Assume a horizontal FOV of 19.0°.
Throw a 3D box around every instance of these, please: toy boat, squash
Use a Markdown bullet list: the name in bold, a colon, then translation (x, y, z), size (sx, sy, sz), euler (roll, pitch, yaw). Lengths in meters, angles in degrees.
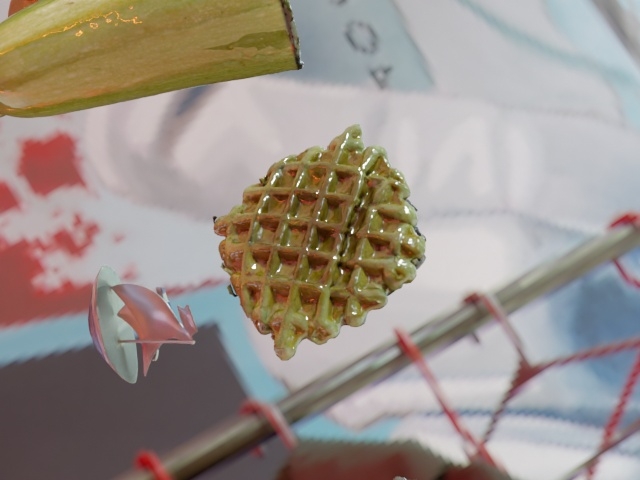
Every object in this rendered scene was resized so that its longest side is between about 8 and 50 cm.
- **toy boat**: translation (-0.167, 0.066, 1.690), size (0.034, 0.105, 0.149), euler (-21, -9, -35)
- **squash**: translation (-0.122, -0.109, 1.087), size (0.224, 0.094, 0.094), euler (-19, -12, 4)

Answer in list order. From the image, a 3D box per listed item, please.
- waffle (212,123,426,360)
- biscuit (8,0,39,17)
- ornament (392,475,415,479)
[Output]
- **waffle**: translation (0.000, 0.000, 1.868), size (0.208, 0.214, 0.054), euler (-31, -34, -2)
- **biscuit**: translation (-0.240, -0.318, 1.919), size (0.049, 0.197, 0.301), euler (-2, -70, -71)
- **ornament**: translation (0.090, 0.217, 1.053), size (0.251, 0.260, 0.106), euler (30, -54, -27)
